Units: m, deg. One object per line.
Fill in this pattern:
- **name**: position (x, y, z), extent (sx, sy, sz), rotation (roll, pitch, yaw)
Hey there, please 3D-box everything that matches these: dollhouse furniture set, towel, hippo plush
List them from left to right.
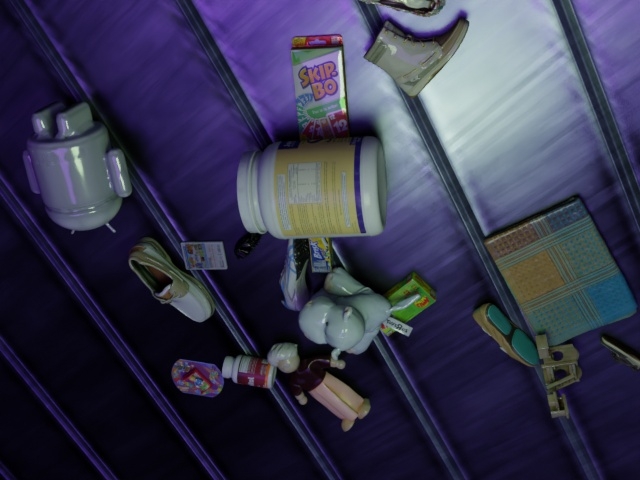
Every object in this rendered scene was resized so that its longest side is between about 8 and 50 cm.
- **hippo plush**: position (0.065, 0.231, 1.892), extent (0.294, 0.236, 0.234), rotation (21, 117, 21)
- **towel**: position (0.622, 0.089, 1.867), extent (0.271, 0.040, 0.370), rotation (-27, 109, 22)
- **dollhouse furniture set**: position (0.640, 0.357, 1.903), extent (0.101, 0.161, 0.182), rotation (-12, 140, 16)

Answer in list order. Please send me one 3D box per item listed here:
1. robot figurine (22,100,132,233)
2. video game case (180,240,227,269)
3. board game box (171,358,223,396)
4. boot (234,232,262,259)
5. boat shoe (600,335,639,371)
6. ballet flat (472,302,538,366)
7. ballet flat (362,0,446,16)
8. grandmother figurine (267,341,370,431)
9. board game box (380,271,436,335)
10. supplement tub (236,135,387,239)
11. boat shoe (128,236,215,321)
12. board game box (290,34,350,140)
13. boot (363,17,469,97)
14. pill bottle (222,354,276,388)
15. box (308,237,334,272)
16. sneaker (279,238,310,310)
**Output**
- **robot figurine**: position (-0.628, -0.175, 1.859), extent (0.299, 0.200, 0.354), rotation (4, 119, 20)
- **video game case**: position (-0.327, 0.042, 2.030), extent (0.122, 0.011, 0.087), rotation (-1, 119, 11)
- **board game box**: position (-0.387, 0.439, 2.244), extent (0.168, 0.033, 0.133), rotation (8, 119, 6)
- **boot**: position (-0.204, 0.021, 1.945), extent (0.045, 0.099, 0.121), rotation (40, 118, -10)
- **boat shoe**: position (0.809, 0.309, 1.939), extent (0.152, 0.056, 0.049), rotation (31, 114, -7)
- **ballet flat**: position (0.504, 0.258, 1.971), extent (0.232, 0.080, 0.073), rotation (48, 144, -13)
- **ballet flat**: position (0.158, -0.548, 1.582), extent (0.241, 0.077, 0.091), rotation (13, 120, 4)
- **grandmother figurine**: position (-0.010, 0.413, 2.124), extent (0.342, 0.104, 0.208), rotation (38, 104, -14)
- **board game box**: position (0.220, 0.175, 1.982), extent (0.092, 0.043, 0.181), rotation (42, 118, -13)
- **supplement tub**: position (-0.014, -0.125, 1.750), extent (0.331, 0.241, 0.241), rotation (-2, 118, 11)
- **boat shoe**: position (-0.429, 0.132, 2.044), extent (0.113, 0.103, 0.302), rotation (-37, 106, 26)
- **board game box**: position (0.001, -0.360, 1.740), extent (0.124, 0.039, 0.259), rotation (-1, 115, 10)
- **boot**: position (0.214, -0.448, 1.627), extent (0.165, 0.077, 0.213), rotation (37, 122, -8)
- **pill bottle**: position (-0.212, 0.388, 2.154), extent (0.152, 0.086, 0.086), rotation (8, 119, 7)
- **box**: position (0.000, 0.000, 1.918), extent (0.054, 0.059, 0.169), rotation (0, 118, 9)
- **sneaker**: position (-0.077, 0.083, 1.969), extent (0.086, 0.085, 0.237), rotation (12, 115, 25)
